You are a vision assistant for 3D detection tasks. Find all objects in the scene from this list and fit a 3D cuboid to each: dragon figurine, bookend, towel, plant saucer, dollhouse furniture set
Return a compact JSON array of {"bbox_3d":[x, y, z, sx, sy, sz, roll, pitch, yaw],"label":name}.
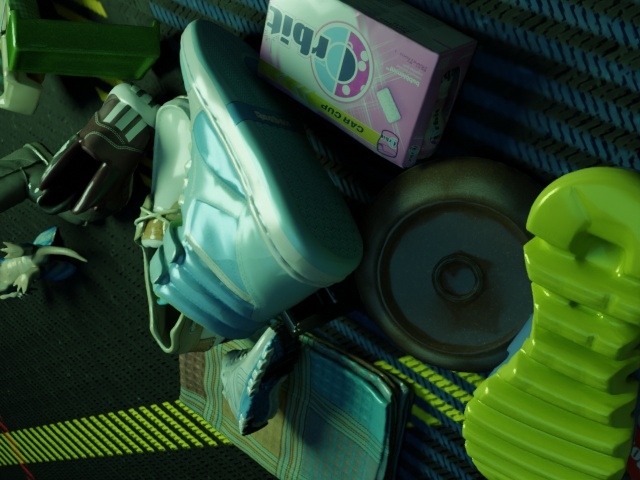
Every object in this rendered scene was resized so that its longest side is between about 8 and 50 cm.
[{"bbox_3d":[-0.456,0.034,1.220,0.289,0.144,0.085,-24,93,28],"label":"dragon figurine"},{"bbox_3d":[0.000,0.000,0.777,0.157,0.072,0.156,-29,90,47],"label":"bookend"},{"bbox_3d":[-0.057,0.206,0.972,0.370,0.040,0.271,26,127,31],"label":"towel"},{"bbox_3d":[0.120,0.028,0.648,0.199,0.036,0.198,5,105,17],"label":"plant saucer"},{"bbox_3d":[-0.313,-0.280,0.927,0.301,0.151,0.197,-11,83,64],"label":"dollhouse furniture set"}]

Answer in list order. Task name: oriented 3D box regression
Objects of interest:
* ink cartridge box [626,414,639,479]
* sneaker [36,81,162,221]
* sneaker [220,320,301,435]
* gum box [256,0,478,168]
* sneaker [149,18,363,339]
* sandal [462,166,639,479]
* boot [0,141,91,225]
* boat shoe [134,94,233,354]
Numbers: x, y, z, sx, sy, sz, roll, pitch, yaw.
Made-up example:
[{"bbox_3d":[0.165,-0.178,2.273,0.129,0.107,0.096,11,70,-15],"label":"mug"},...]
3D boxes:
[{"bbox_3d":[0.265,0.157,0.586,0.179,0.045,0.145,-60,36,41],"label":"ink cartridge box"},{"bbox_3d":[-0.304,-0.072,0.941,0.106,0.162,0.281,38,140,-7],"label":"sneaker"},{"bbox_3d":[-0.084,0.151,0.893,0.083,0.071,0.190,46,136,25],"label":"sneaker"},{"bbox_3d":[0.038,-0.156,0.660,0.188,0.062,0.107,36,133,24],"label":"gum box"},{"bbox_3d":[-0.108,-0.050,0.731,0.208,0.127,0.319,-42,56,28],"label":"sneaker"},{"bbox_3d":[0.203,0.076,0.571,0.126,0.138,0.317,28,127,24],"label":"sandal"},{"bbox_3d":[-0.461,-0.051,1.086,0.190,0.209,0.076,38,134,23],"label":"boot"},{"bbox_3d":[-0.153,-0.014,0.871,0.113,0.103,0.302,1,103,40],"label":"boat shoe"}]
